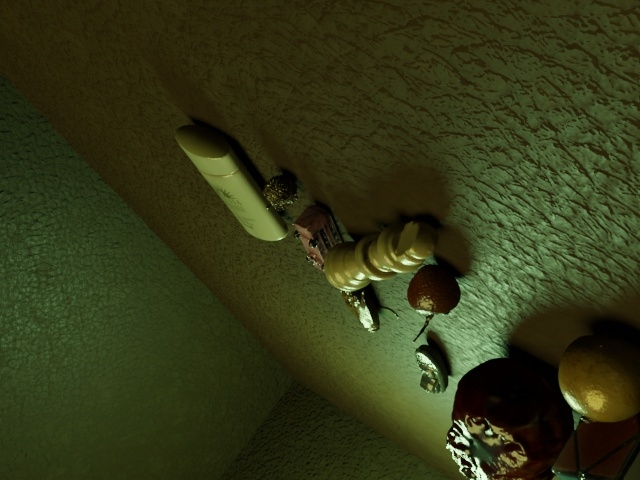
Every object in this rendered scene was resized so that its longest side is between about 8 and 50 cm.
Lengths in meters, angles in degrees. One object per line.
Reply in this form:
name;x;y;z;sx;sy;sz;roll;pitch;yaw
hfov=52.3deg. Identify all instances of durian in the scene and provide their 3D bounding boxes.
durian;-0.091;-0.105;1.451;0.080;0.091;0.080;43;-175;-5

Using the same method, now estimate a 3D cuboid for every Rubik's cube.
Rubik's cube;0.581;0.395;1.150;0.205;0.207;0.205;39;161;-1

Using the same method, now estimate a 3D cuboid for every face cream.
face cream;-0.213;-0.138;1.618;0.173;0.081;0.348;23;157;41

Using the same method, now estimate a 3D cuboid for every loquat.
loquat;0.462;0.219;1.058;0.137;0.163;0.163;14;158;9

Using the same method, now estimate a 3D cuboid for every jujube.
jujube;0.420;0.426;1.469;0.276;0.276;0.377;29;156;29

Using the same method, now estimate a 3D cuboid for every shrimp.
shrimp;0.098;0.163;1.781;0.154;0.062;0.294;44;164;27

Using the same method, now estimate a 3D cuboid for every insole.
insole;0.158;0.197;1.836;0.064;0.004;0.188;45;162;-22

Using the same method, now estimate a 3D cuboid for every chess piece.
chess piece;0.121;0.029;1.329;0.117;0.117;0.397;41;161;-7

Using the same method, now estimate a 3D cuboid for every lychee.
lychee;0.222;0.111;1.314;0.140;0.114;0.101;91;158;-48

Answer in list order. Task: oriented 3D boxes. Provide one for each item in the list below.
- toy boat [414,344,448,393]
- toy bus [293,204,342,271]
toy boat;0.305;0.361;1.815;0.078;0.085;0.260;28;159;33
toy bus;0.000;0.000;1.522;0.063;0.090;0.203;29;159;29
